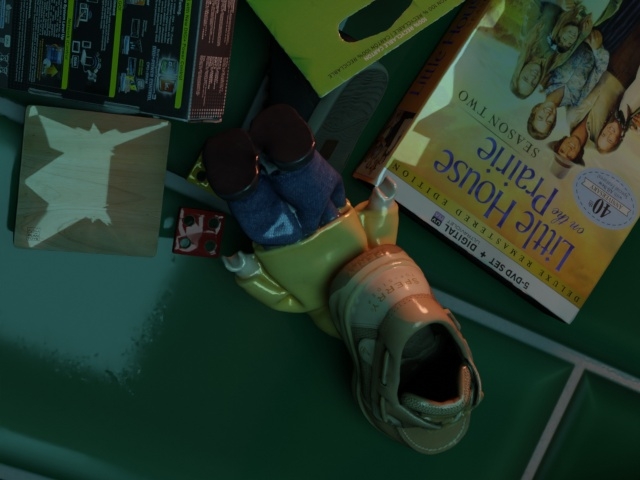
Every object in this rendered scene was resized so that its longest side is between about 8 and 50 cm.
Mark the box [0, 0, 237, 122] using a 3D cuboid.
[{"bbox_3d":[-0.172,-0.247,0.876,0.216,0.060,0.270,12,102,22],"label":"box"}]

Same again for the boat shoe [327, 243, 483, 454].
[{"bbox_3d":[0.099,0.144,1.043,0.121,0.110,0.341,-37,142,-6],"label":"boat shoe"}]

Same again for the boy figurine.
[{"bbox_3d":[0.000,0.000,0.995,0.177,0.092,0.285,-30,138,3],"label":"boy figurine"}]

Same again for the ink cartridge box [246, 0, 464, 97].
[{"bbox_3d":[-0.001,-0.288,0.923,0.189,0.097,0.255,-35,79,-10],"label":"ink cartridge box"}]

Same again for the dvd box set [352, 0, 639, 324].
[{"bbox_3d":[0.268,-0.160,1.132,0.307,0.062,0.420,35,88,-23],"label":"dvd box set"}]

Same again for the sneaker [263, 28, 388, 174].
[{"bbox_3d":[-0.028,-0.118,1.031,0.083,0.118,0.222,5,130,-47],"label":"sneaker"}]

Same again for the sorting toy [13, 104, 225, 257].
[{"bbox_3d":[-0.209,-0.056,0.985,0.274,0.046,0.132,4,100,-21],"label":"sorting toy"}]
